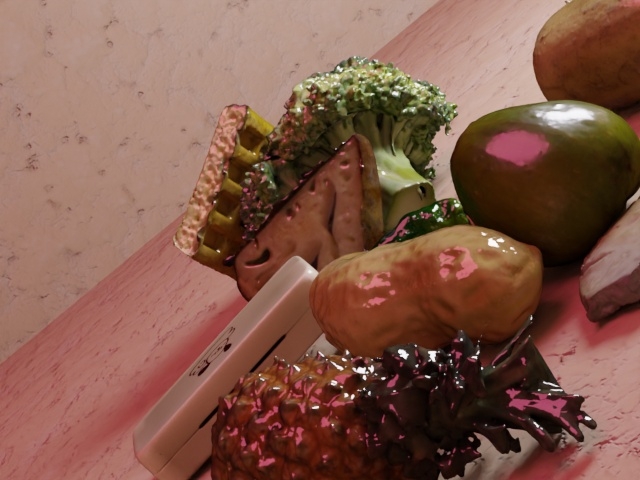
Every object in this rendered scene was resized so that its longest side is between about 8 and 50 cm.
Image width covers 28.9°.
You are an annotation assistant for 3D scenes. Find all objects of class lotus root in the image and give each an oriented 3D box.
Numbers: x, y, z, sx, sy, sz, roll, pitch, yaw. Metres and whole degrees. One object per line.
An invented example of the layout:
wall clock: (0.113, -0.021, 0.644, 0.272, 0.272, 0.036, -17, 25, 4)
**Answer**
lotus root: (0.401, -0.264, 1.516, 0.342, 0.151, 0.169, -27, 18, 50)
lotus root: (0.000, 0.000, 1.679, 0.260, 0.170, 0.074, -39, -21, 17)

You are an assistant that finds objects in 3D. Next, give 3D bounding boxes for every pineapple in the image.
pineapple: (0.068, 0.152, 1.050, 0.340, 0.169, 0.169, -20, 22, 36)

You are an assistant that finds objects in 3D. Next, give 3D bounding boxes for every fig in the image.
fig: (0.230, -0.065, 1.287, 0.181, 0.191, 0.181, 23, -90, -79)

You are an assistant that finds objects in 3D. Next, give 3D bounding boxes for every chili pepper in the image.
chili pepper: (0.113, 0.015, 1.555, 0.279, 0.065, 0.122, -44, 28, -10)

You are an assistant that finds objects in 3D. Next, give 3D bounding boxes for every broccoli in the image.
broccoli: (0.032, -0.122, 1.817, 0.375, 0.249, 0.302, -35, 10, -8)

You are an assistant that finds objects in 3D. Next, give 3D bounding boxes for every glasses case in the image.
glasses case: (-0.103, 0.159, 1.532, 0.313, 0.070, 0.131, -47, 12, -1)

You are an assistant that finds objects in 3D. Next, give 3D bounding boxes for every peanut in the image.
peanut: (0.100, 0.065, 1.286, 0.319, 0.147, 0.147, -11, 30, 53)

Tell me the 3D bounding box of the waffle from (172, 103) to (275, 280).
waffle: (-0.113, -0.062, 1.920, 0.055, 0.221, 0.248, 14, 80, 31)

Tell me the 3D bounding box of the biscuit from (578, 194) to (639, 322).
biscuit: (0.333, -0.029, 1.166, 0.290, 0.038, 0.141, -41, 13, -11)
